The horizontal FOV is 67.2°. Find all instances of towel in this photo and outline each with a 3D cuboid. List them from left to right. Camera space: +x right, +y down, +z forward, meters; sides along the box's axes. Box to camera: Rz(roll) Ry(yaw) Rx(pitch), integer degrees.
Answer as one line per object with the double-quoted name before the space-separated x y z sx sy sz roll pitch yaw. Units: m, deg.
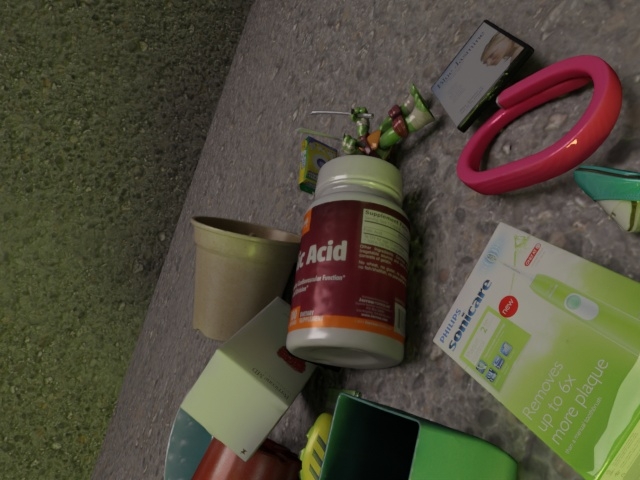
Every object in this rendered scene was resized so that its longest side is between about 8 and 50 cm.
"towel" 0.033 0.387 1.005 0.113 0.023 0.152 -17 57 54

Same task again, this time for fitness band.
"fitness band" 0.339 -0.181 0.783 0.290 0.054 0.209 -19 43 62

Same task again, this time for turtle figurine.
"turtle figurine" 0.104 -0.268 1.106 0.266 0.197 0.275 -34 83 21

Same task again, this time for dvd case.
"dvd case" 0.310 -0.337 0.966 0.180 0.022 0.253 -52 20 27

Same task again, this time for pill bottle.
"pill bottle" 0.065 0.041 0.973 0.224 0.224 0.393 -26 50 51

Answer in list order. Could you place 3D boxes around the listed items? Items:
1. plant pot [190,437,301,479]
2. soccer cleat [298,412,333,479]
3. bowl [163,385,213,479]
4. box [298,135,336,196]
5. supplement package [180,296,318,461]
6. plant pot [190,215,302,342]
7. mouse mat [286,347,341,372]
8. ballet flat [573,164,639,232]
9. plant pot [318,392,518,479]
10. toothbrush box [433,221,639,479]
"plant pot" -0.180 0.562 1.031 0.272 0.272 0.265 -6 58 58
"soccer cleat" 0.017 0.477 0.903 0.121 0.093 0.289 0 76 27
"bowl" -0.280 0.548 1.283 0.311 0.163 0.312 -37 42 43
"box" -0.007 -0.203 1.380 0.043 0.105 0.179 -33 45 47
"supplement package" -0.122 0.281 1.038 0.175 0.177 0.293 -55 -7 22
"plant pot" -0.227 0.113 1.368 0.333 0.333 0.306 25 104 61
"mouse mat" -0.003 0.190 1.034 0.007 0.189 0.153 -13 59 36
"ballet flat" 0.416 -0.046 0.593 0.247 0.083 0.087 21 103 63
"plant pot" 0.142 0.323 0.645 0.165 0.234 0.166 -6 66 57
"toothbrush box" 0.310 0.127 0.612 0.206 0.122 0.283 -63 28 10
